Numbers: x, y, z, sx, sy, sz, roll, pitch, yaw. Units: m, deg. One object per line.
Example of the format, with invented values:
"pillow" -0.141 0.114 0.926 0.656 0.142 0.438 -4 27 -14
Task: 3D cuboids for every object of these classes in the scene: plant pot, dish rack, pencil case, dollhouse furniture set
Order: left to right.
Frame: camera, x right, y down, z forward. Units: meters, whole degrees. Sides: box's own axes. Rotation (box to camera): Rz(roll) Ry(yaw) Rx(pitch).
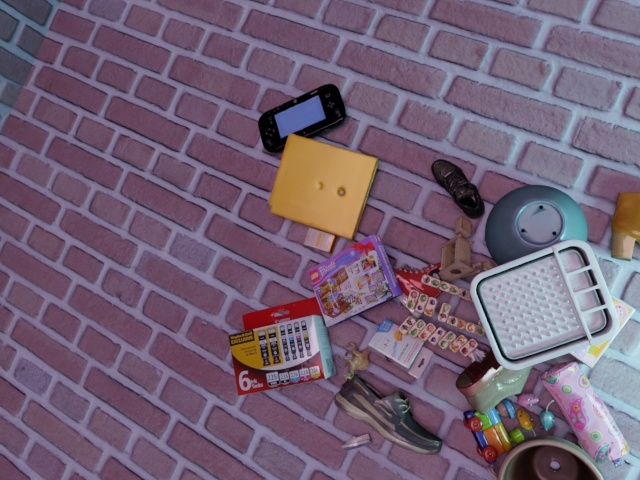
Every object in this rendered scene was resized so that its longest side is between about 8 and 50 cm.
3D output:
"dollhouse furniture set" 0.458 0.052 1.705 0.101 0.161 0.182 -40 28 46
"plant pot" 0.624 -0.033 1.581 0.290 0.195 0.290 -2 82 17
"dish rack" 0.595 0.171 1.483 0.332 0.072 0.286 -22 91 8
"plant pot" 0.620 0.636 1.464 0.263 0.229 0.263 -1 87 24
"pencil case" 0.729 0.477 1.517 0.124 0.124 0.284 -30 76 12

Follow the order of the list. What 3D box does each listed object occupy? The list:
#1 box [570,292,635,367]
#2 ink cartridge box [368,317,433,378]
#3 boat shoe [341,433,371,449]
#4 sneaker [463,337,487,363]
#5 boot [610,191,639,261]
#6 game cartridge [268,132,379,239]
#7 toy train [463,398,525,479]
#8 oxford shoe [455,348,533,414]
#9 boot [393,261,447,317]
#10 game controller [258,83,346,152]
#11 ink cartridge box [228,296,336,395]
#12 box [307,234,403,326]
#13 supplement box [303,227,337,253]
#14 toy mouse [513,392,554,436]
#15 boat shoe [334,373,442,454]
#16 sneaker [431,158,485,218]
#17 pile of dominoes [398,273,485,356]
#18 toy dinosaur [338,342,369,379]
"box" 0.768 0.242 1.545 0.114 0.103 0.203 35 94 19
"ink cartridge box" 0.251 0.335 1.703 0.181 0.062 0.104 28 69 19
"boat shoe" 0.112 0.638 1.742 0.100 0.035 0.035 -24 49 17
"sneaker" 0.481 0.356 1.651 0.058 0.052 0.135 -32 75 7
"boot" 0.971 -0.030 1.518 0.295 0.104 0.211 12 87 23
"game cartridge" 0.004 -0.184 1.849 0.323 0.052 0.285 19 96 16
"toy train" 0.528 0.594 1.584 0.143 0.105 0.248 -24 76 0
"oxford shoe" 0.557 0.363 1.589 0.348 0.123 0.130 -35 99 -5
"boot" 0.281 0.100 1.735 0.244 0.088 0.176 44 93 14
"game controller" -0.068 -0.428 1.924 0.319 0.067 0.167 -21 77 13
"ink cartridge box" -0.133 0.343 1.807 0.309 0.130 0.272 -16 77 15
"box" 0.102 0.132 1.738 0.293 0.057 0.201 -31 73 38
"supplement box" 0.000 0.000 1.859 0.098 0.036 0.062 19 89 19
"toy mouse" 0.608 0.488 1.559 0.161 0.031 0.143 57 140 18
"boat shoe" 0.213 0.524 1.671 0.355 0.132 0.130 25 89 19
"sneaker" 0.425 -0.175 1.700 0.087 0.130 0.228 -35 72 9
"pile of dominoes" 0.378 0.227 1.645 0.251 0.040 0.196 20 87 11
"toy dinosaur" 0.121 0.373 1.760 0.092 0.053 0.183 29 60 29
